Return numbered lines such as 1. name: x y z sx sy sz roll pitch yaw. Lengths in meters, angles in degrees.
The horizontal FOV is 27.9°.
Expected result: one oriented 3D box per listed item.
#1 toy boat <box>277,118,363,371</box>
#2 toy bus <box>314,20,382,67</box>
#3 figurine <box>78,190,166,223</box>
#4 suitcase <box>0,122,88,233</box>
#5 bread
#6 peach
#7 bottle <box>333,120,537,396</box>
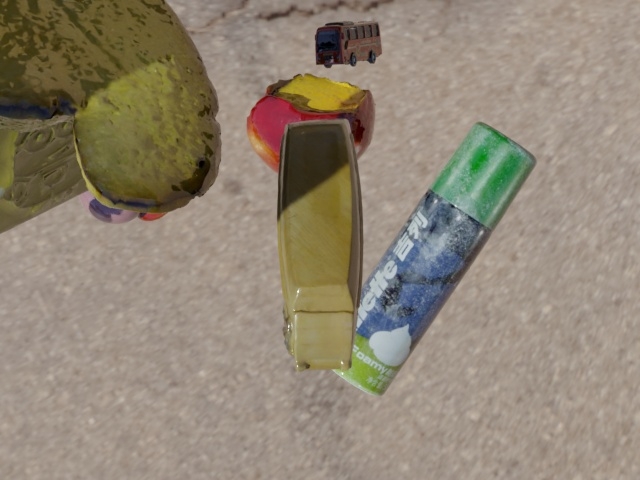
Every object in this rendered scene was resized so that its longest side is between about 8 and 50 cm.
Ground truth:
1. toy boat: 0.000 0.000 0.867 0.057 0.200 0.077 -2 143 0
2. toy bus: 0.027 -0.186 1.218 0.031 0.110 0.043 1 101 22
3. figurine: -0.179 -0.047 1.142 0.083 0.071 0.067 12 73 32
4. suitcase: -0.240 -0.116 0.976 0.143 0.194 0.235 48 149 20
5. bread: -0.134 -0.075 0.676 0.065 0.149 0.187 -55 52 43
6. peach: -0.004 -0.124 1.508 0.151 0.151 0.118 -47 56 21
7. bottle: 0.124 0.021 1.487 0.093 0.093 0.330 34 95 10
